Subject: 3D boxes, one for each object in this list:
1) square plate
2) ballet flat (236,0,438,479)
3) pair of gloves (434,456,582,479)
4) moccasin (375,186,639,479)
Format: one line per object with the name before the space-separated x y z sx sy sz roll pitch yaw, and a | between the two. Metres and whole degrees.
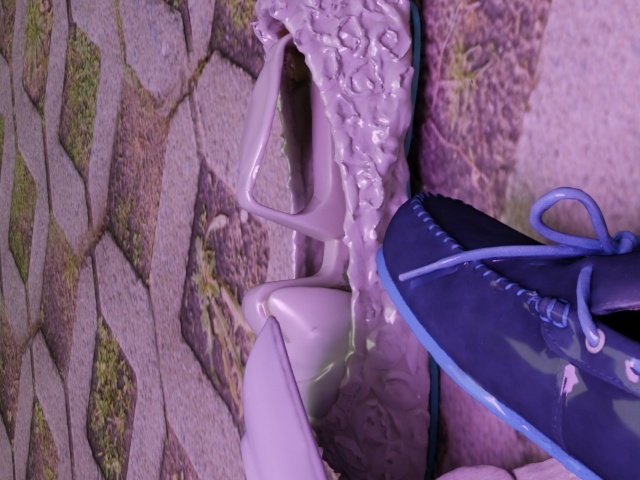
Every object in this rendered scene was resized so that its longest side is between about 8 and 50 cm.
square plate | 0.011 0.278 0.643 0.344 0.049 0.347 83 171 -53
ballet flat | 0.000 0.000 0.754 0.147 0.147 0.408 -9 82 61
pair of gloves | 0.119 0.229 0.531 0.204 0.042 0.240 -30 58 28
moccasin | 0.165 0.052 0.479 0.342 0.138 0.116 39 119 39
